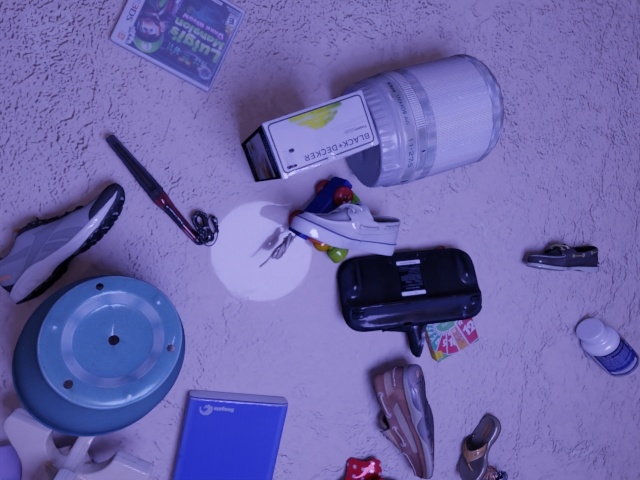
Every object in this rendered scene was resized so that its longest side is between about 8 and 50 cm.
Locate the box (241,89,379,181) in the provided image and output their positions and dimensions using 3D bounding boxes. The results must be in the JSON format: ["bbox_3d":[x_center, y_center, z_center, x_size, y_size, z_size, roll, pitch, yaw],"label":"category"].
[{"bbox_3d":[-0.035,-0.172,0.765,0.169,0.290,0.087,-22,102,-12],"label":"box"}]

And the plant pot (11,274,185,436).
[{"bbox_3d":[-0.338,0.172,0.688,0.272,0.255,0.271,12,66,-27],"label":"plant pot"}]

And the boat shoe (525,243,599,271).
[{"bbox_3d":[0.615,0.042,1.093,0.228,0.081,0.068,3,93,-24],"label":"boat shoe"}]

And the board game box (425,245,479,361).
[{"bbox_3d":[0.289,0.151,1.034,0.124,0.039,0.259,-24,100,-12],"label":"board game box"}]

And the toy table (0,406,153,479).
[{"bbox_3d":[-0.452,0.406,0.754,0.274,0.252,0.160,28,104,-25],"label":"toy table"}]

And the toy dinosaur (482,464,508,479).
[{"bbox_3d":[0.435,0.751,1.115,0.219,0.164,0.321,14,111,-3],"label":"toy dinosaur"}]

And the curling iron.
[{"bbox_3d":[-0.301,-0.094,0.831,0.068,0.035,0.274,-47,107,-10],"label":"curling iron"}]

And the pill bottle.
[{"bbox_3d":[0.768,0.285,1.156,0.169,0.094,0.094,41,85,-17],"label":"pill bottle"}]

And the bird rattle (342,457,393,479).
[{"bbox_3d":[0.131,0.648,1.028,0.207,0.143,0.253,11,80,-29],"label":"bird rattle"}]

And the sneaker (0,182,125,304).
[{"bbox_3d":[-0.464,-0.011,0.763,0.271,0.100,0.108,-44,101,-7],"label":"sneaker"}]

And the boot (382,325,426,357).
[{"bbox_3d":[0.192,0.207,0.996,0.099,0.045,0.121,7,99,0],"label":"boot"}]

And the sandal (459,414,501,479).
[{"bbox_3d":[0.395,0.523,1.089,0.049,0.072,0.180,33,81,-28],"label":"sandal"}]

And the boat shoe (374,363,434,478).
[{"bbox_3d":[0.200,0.425,1.011,0.117,0.123,0.324,-8,111,19],"label":"boat shoe"}]

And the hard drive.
[{"bbox_3d":[-0.205,0.490,0.927,0.210,0.040,0.318,11,94,-17],"label":"hard drive"}]

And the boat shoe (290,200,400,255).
[{"bbox_3d":[0.060,-0.031,0.811,0.268,0.096,0.088,12,101,-39],"label":"boat shoe"}]

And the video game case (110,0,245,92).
[{"bbox_3d":[-0.264,-0.404,0.810,0.191,0.022,0.173,25,90,-18],"label":"video game case"}]

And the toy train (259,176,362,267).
[{"bbox_3d":[0.000,0.000,0.904,0.248,0.105,0.143,-49,120,-5],"label":"toy train"}]

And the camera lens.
[{"bbox_3d":[0.199,-0.237,0.862,0.275,0.219,0.219,-18,101,-13],"label":"camera lens"}]

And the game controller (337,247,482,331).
[{"bbox_3d":[0.200,0.106,0.958,0.320,0.067,0.166,-5,66,-8],"label":"game controller"}]
